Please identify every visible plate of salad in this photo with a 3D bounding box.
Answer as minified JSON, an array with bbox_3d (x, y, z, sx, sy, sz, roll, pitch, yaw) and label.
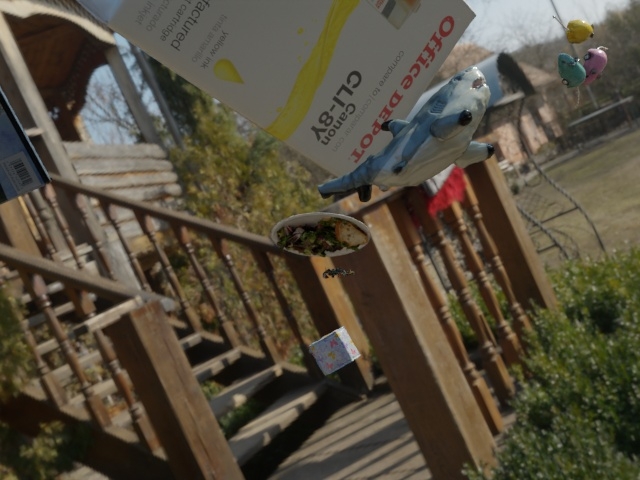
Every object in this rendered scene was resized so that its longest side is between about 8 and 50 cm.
[{"bbox_3d":[0.000,0.000,1.323,0.200,0.048,0.200,0,-25,0],"label":"plate of salad"}]

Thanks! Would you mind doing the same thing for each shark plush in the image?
[{"bbox_3d":[0.074,-0.077,0.557,0.161,0.067,0.073,-36,-31,29],"label":"shark plush"}]

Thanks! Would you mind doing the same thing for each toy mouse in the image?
[{"bbox_3d":[0.441,-0.294,1.107,0.161,0.143,0.031,-6,9,-39],"label":"toy mouse"}]

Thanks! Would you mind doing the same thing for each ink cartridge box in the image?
[{"bbox_3d":[-0.035,-0.276,0.785,0.279,0.385,0.160,-56,42,7],"label":"ink cartridge box"}]

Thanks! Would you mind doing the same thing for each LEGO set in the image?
[{"bbox_3d":[0.033,0.064,1.357,0.054,0.023,0.083,-9,-4,23],"label":"LEGO set"}]

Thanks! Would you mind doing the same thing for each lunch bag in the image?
[{"bbox_3d":[0.025,0.220,1.314,0.083,0.071,0.053,-35,-9,25],"label":"lunch bag"}]

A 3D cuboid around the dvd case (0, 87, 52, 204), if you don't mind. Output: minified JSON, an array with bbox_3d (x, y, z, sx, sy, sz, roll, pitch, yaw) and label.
[{"bbox_3d":[-0.509,-0.104,0.854,0.253,0.180,0.022,-25,17,-7],"label":"dvd case"}]
